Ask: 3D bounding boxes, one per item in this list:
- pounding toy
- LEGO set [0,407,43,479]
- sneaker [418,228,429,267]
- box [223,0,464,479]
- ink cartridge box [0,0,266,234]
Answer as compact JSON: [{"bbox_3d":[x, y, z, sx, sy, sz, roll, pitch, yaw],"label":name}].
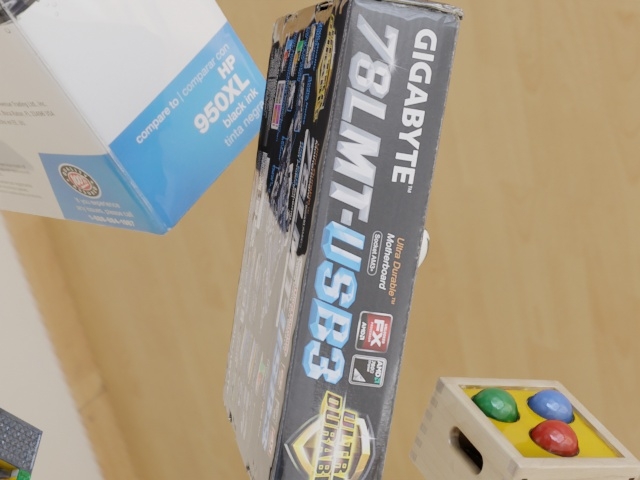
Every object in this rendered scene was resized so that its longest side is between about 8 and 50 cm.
[{"bbox_3d":[0.211,0.190,1.096,0.181,0.206,0.094,48,126,52],"label":"pounding toy"},{"bbox_3d":[-0.370,0.179,0.972,0.192,0.254,0.331,-11,151,34],"label":"LEGO set"},{"bbox_3d":[0.006,0.052,1.462,0.228,0.132,0.086,-55,53,26],"label":"sneaker"},{"bbox_3d":[0.000,0.000,0.856,0.293,0.073,0.295,-151,69,-78],"label":"box"},{"bbox_3d":[-0.257,-0.209,1.073,0.285,0.166,0.395,9,141,47],"label":"ink cartridge box"}]
